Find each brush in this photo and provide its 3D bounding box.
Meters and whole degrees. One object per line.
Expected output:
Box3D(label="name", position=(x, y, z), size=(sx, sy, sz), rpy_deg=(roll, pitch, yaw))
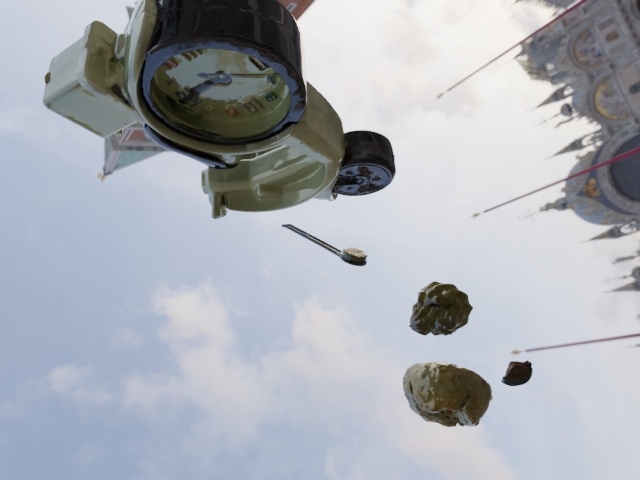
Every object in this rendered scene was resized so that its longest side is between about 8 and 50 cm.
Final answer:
Box3D(label="brush", position=(0.000, 0.000, 1.055), size=(0.062, 0.266, 0.027), rpy_deg=(-7, -65, -46))

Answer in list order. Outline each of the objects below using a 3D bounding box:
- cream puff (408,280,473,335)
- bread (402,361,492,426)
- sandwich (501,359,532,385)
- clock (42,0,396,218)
Box3D(label="cream puff", position=(0.289, 0.176, 1.127), size=(0.116, 0.146, 0.146), rpy_deg=(-31, -87, -56))
Box3D(label="bread", position=(0.345, 0.436, 1.280), size=(0.245, 0.245, 0.134), rpy_deg=(36, -131, -24))
Box3D(label="sandwich", position=(0.545, 0.370, 1.276), size=(0.101, 0.026, 0.069), rpy_deg=(4, -89, -22))
Box3D(label="clock", position=(-0.089, -0.130, 0.561), size=(0.379, 0.277, 0.120), rpy_deg=(37, -135, -54))
